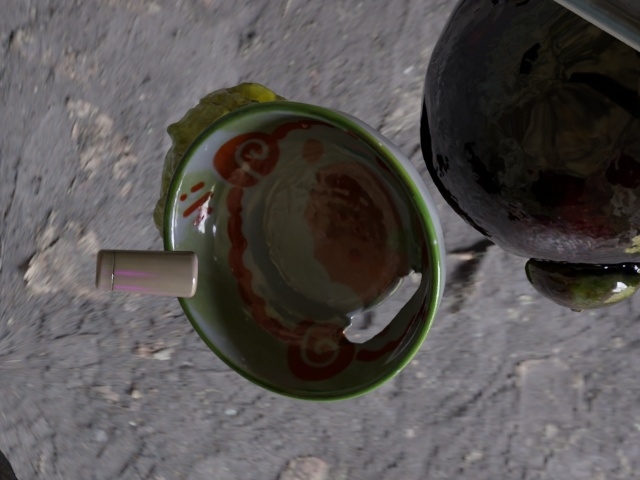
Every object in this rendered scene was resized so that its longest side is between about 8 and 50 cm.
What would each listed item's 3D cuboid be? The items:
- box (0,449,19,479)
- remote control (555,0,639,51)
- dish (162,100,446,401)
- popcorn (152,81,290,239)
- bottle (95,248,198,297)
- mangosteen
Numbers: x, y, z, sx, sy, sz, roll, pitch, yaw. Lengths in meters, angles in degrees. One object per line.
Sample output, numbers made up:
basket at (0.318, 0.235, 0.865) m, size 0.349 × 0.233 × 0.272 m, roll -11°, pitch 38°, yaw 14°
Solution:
box at (-0.413, 0.255, 1.197) m, size 0.359 × 0.091 × 0.350 m, roll -41°, pitch 81°, yaw -12°
remote control at (0.231, -0.107, 0.790) m, size 0.277 × 0.103 × 0.055 m, roll 32°, pitch 76°, yaw 6°
dish at (0.000, 0.000, 1.616) m, size 0.324 × 0.124 × 0.324 m, roll 9°, pitch 110°, yaw 25°
popcorn at (-0.107, -0.071, 1.883) m, size 0.195 × 0.255 × 0.256 m, roll 21°, pitch 105°, yaw 20°
bottle at (-0.168, 0.030, 1.457) m, size 0.096 × 0.045 × 0.045 m, roll 3°, pitch 85°, yaw -8°
mangosteen at (0.232, -0.093, 1.198) m, size 0.297 × 0.297 × 0.313 m, roll -34°, pitch 90°, yaw -13°
